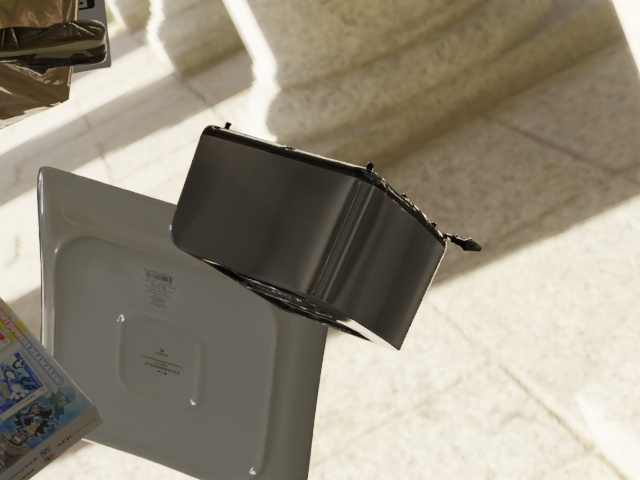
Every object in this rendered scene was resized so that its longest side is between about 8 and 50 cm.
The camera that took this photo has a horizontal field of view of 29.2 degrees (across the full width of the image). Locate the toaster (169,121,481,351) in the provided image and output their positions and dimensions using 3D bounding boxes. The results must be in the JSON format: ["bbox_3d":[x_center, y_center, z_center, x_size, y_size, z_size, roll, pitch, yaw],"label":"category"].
[{"bbox_3d":[0.000,0.000,0.955,0.185,0.168,0.110,18,81,30],"label":"toaster"}]

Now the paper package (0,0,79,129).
[{"bbox_3d":[-0.443,-0.333,1.473,0.168,0.309,0.325,-12,69,33],"label":"paper package"}]

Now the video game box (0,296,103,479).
[{"bbox_3d":[-0.338,0.152,1.146,0.187,0.048,0.205,-39,61,-16],"label":"video game box"}]

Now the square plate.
[{"bbox_3d":[-0.166,0.120,1.330,0.347,0.344,0.049,16,31,15],"label":"square plate"}]

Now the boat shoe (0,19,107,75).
[{"bbox_3d":[-0.306,-0.203,1.333,0.152,0.049,0.056,-6,39,-2],"label":"boat shoe"}]

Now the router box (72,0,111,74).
[{"bbox_3d":[-0.460,-0.373,1.760,0.082,0.301,0.335,8,19,37],"label":"router box"}]
